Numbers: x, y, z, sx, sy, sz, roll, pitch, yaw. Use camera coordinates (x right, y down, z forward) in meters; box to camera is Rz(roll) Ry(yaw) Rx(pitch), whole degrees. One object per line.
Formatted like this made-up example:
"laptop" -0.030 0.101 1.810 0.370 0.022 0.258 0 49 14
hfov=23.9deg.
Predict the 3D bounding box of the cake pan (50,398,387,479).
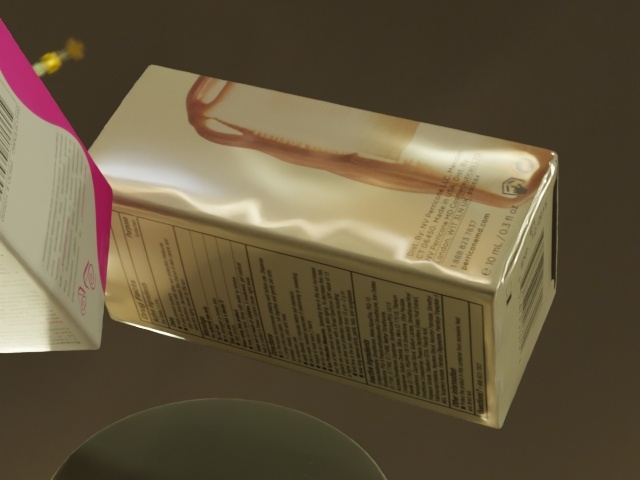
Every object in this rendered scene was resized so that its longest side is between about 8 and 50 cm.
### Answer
"cake pan" -0.072 0.213 1.078 0.293 0.293 0.054 9 -56 9

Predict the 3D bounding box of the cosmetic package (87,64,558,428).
"cosmetic package" 0.000 0.000 1.015 0.296 0.129 0.153 15 -37 18

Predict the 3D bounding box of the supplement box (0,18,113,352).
"supplement box" -0.199 -0.026 0.832 0.114 0.220 0.111 -4 -116 10
